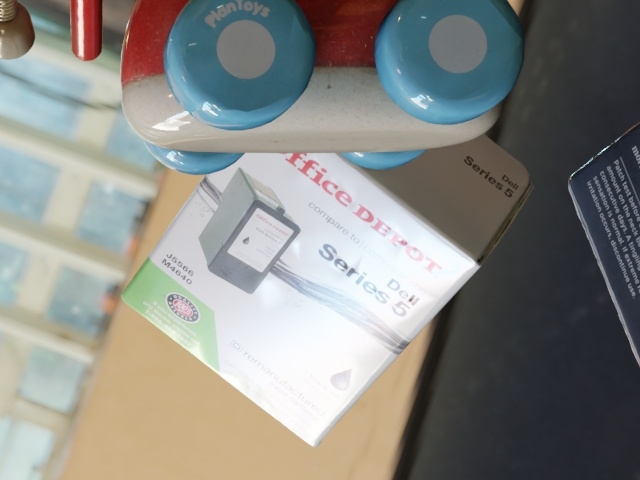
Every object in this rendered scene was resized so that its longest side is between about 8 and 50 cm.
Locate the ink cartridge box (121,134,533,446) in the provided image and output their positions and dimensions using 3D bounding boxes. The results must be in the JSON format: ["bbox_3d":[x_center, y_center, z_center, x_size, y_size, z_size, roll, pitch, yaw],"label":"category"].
[{"bbox_3d":[0.000,0.000,1.447,0.115,0.198,0.273,-53,0,-45],"label":"ink cartridge box"}]

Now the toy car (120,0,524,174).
[{"bbox_3d":[-0.006,-0.167,1.047,0.219,0.210,0.238,152,116,-80],"label":"toy car"}]

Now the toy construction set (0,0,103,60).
[{"bbox_3d":[-0.301,-0.194,1.294,0.237,0.309,0.257,105,157,-63],"label":"toy construction set"}]

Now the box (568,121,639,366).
[{"bbox_3d":[0.459,-0.056,1.588,0.395,0.293,0.212,-40,59,41],"label":"box"}]
